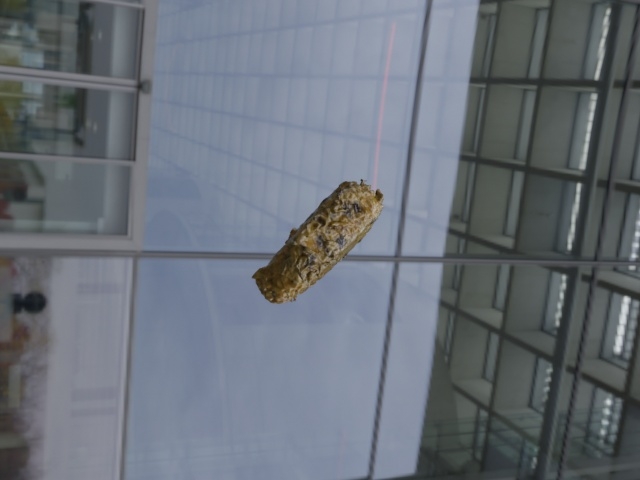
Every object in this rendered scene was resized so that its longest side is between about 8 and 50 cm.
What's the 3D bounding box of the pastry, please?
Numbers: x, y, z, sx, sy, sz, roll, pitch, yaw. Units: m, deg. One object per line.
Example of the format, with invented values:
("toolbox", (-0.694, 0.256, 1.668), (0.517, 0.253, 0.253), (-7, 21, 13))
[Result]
("pastry", (0.000, 0.000, 0.704), (0.056, 0.140, 0.080), (48, -44, 2))
